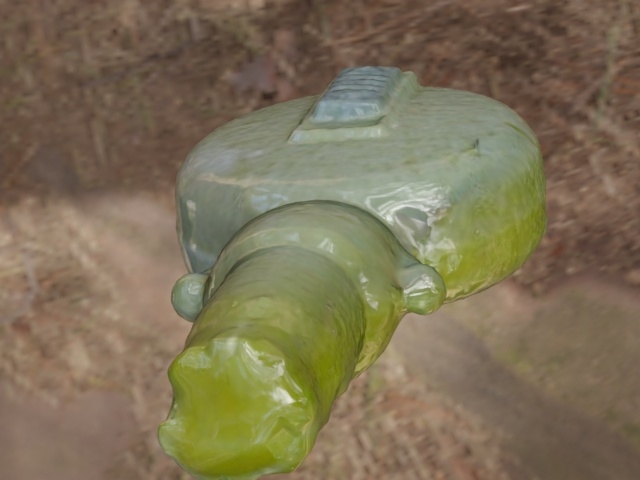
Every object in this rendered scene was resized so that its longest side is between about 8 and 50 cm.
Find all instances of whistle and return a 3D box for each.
[{"bbox_3d":[0.000,0.000,0.511,0.104,0.198,0.057,-2,108,15],"label":"whistle"}]
